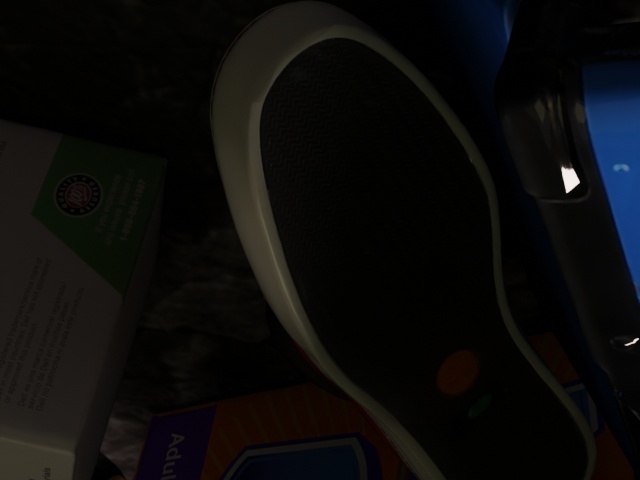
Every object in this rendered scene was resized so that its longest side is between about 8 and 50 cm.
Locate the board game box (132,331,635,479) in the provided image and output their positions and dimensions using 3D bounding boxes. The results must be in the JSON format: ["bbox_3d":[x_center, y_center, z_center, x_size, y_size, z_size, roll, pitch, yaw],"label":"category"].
[{"bbox_3d":[0.112,0.301,0.694,0.356,0.356,0.356,-15,134,28],"label":"board game box"}]

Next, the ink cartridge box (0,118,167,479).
[{"bbox_3d":[-0.193,0.021,0.588,0.219,0.160,0.092,14,141,-2],"label":"ink cartridge box"}]

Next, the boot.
[{"bbox_3d":[0.000,0.000,0.537,0.088,0.176,0.244,-38,127,-12],"label":"boot"}]

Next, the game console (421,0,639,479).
[{"bbox_3d":[0.150,-0.007,0.446,0.250,0.173,0.293,-3,140,24],"label":"game console"}]

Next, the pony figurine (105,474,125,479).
[{"bbox_3d":[-0.305,0.294,0.895,0.363,0.303,0.351,3,108,15],"label":"pony figurine"}]
